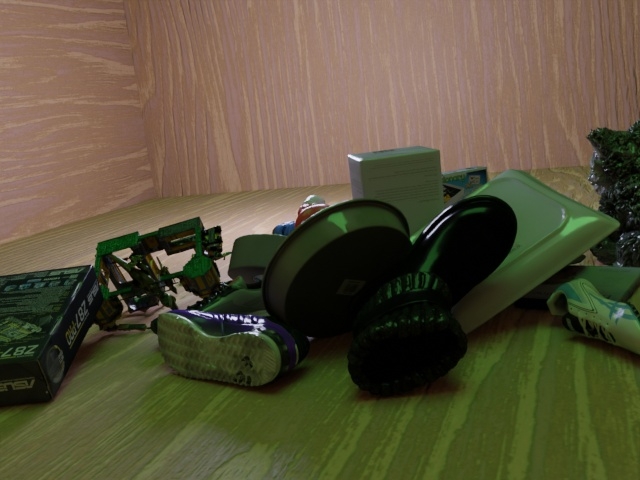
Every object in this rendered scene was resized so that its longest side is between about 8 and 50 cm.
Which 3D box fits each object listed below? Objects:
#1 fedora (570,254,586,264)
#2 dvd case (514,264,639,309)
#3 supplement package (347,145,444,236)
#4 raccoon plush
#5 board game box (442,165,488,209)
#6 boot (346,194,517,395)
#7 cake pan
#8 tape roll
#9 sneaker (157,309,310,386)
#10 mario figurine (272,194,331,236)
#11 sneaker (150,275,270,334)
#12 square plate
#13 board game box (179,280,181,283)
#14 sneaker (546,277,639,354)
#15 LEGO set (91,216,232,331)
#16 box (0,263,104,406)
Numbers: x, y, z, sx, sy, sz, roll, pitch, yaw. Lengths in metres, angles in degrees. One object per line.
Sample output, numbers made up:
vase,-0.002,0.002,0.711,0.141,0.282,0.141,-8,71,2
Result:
fedora,0.431,-0.010,1.473,0.244,0.124,0.275,0,1,26
dvd case,0.503,0.089,1.338,0.180,0.022,0.253,2,14,36
supplement package,0.172,-0.052,1.550,0.178,0.292,0.175,-8,12,-6
raccoon plush,0.735,-0.099,1.429,0.216,0.299,0.446,-13,13,-28
board game box,0.325,-0.084,1.884,0.305,0.193,0.053,-12,13,-26
boot,0.183,0.078,1.063,0.348,0.131,0.260,-44,6,7
cake pan,0.041,0.060,1.203,0.293,0.293,0.054,-12,44,-25
tape roll,-0.081,0.056,1.462,0.219,0.072,0.219,8,-17,3
sneaker,-0.142,0.170,1.162,0.293,0.102,0.146,7,13,37
mario figurine,0.000,0.000,1.658,0.170,0.198,0.320,-36,8,-23
sneaker,-0.195,0.129,1.350,0.272,0.108,0.100,-12,14,-19
square plate,0.312,-0.003,1.310,0.347,0.049,0.344,-35,26,0
board game box,-0.323,0.090,1.845,0.090,0.020,0.090,-8,11,-2
sneaker,0.434,0.127,1.076,0.086,0.085,0.237,-34,16,0
LEGO set,-0.340,0.103,1.518,0.331,0.192,0.255,-21,42,-4
box,-0.625,0.172,1.241,0.395,0.097,0.318,-7,24,2
